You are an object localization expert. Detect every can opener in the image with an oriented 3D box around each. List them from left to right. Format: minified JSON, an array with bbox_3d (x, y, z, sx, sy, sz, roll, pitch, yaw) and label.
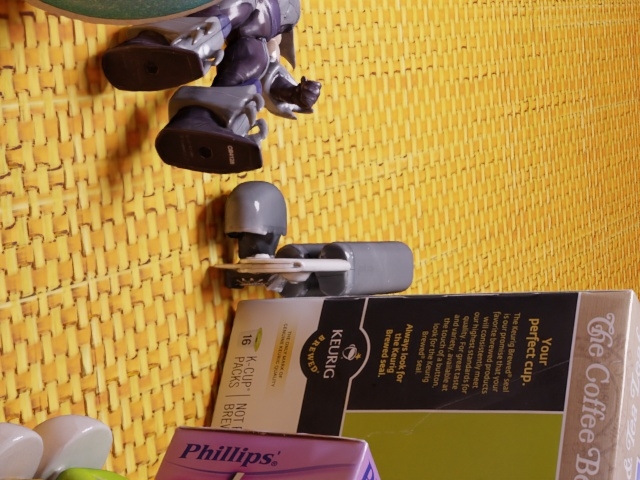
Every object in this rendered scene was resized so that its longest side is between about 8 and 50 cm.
[{"bbox_3d":[0.000,0.000,1.569,0.283,0.076,0.095,-1,90,-68],"label":"can opener"}]

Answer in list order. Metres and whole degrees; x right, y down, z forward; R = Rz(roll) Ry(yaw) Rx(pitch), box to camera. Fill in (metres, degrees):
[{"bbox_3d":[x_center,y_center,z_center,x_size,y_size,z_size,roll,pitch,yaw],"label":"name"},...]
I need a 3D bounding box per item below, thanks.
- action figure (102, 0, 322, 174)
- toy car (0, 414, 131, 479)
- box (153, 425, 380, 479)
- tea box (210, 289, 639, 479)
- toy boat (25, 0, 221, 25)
[{"bbox_3d":[-0.054,-0.157,1.434,0.285,0.099,0.185,-62,139,-53],"label":"action figure"},{"bbox_3d":[-0.150,0.194,1.151,0.136,0.159,0.182,-59,160,11],"label":"toy car"},{"bbox_3d":[-0.035,0.261,1.034,0.214,0.117,0.243,71,29,-41],"label":"box"},{"bbox_3d":[0.089,0.230,1.441,0.220,0.323,0.329,55,40,-52],"label":"tea box"},{"bbox_3d":[-0.127,-0.264,1.145,0.318,0.267,0.148,40,17,-30],"label":"toy boat"}]
